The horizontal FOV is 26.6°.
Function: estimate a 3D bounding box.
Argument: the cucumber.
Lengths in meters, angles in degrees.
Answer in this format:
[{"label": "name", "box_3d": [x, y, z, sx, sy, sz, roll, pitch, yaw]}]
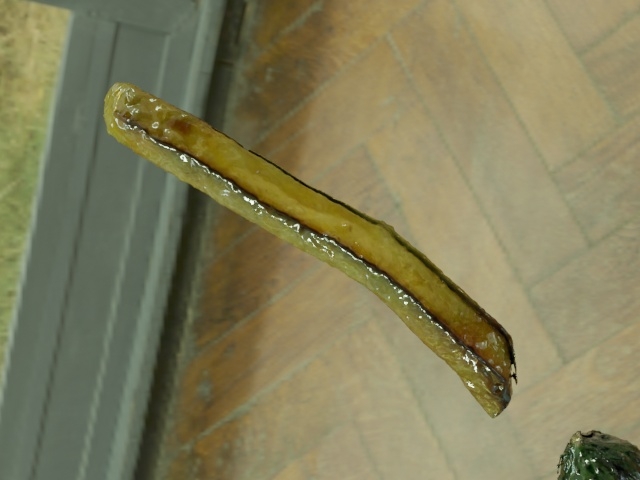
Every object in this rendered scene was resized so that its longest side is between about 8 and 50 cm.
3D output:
[{"label": "cucumber", "box_3d": [0.183, 0.178, 0.737, 0.067, 0.245, 0.067, -14, 47, 16]}]

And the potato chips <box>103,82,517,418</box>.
[{"label": "potato chips", "box_3d": [0.000, 0.000, 0.535, 0.204, 0.026, 0.037, 35, 139, -7]}]
